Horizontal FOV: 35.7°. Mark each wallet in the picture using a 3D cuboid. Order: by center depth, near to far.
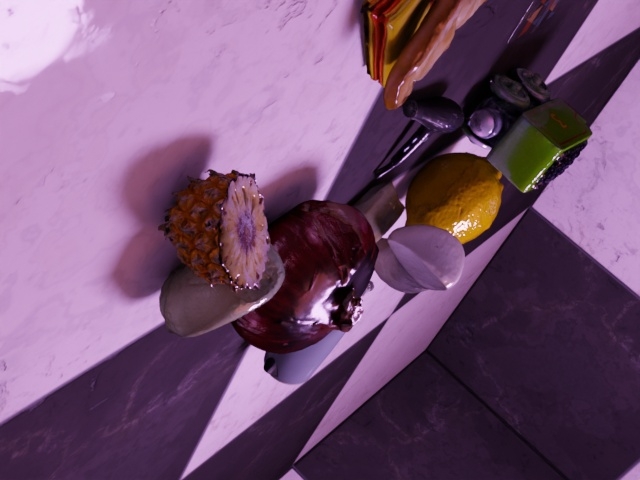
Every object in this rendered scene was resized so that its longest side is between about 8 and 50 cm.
[{"bbox_3d":[0.118,-0.328,1.452,0.141,0.067,0.241,-50,170,-8],"label":"wallet"}]

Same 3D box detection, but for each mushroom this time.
[{"bbox_3d":[0.050,0.006,2.029,0.312,0.081,0.100,-46,133,-19],"label":"mushroom"},{"bbox_3d":[0.195,0.042,2.210,0.126,0.177,0.397,-58,-176,-12],"label":"mushroom"}]

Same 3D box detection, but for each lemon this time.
[{"bbox_3d":[0.304,-0.094,2.259,0.260,0.204,0.204,-39,164,-7],"label":"lemon"}]

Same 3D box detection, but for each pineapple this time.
[{"bbox_3d":[-0.160,-0.014,1.351,0.176,0.137,0.161,53,41,-56],"label":"pineapple"}]

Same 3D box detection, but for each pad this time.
[{"bbox_3d":[0.477,-0.493,2.114,0.211,0.003,0.143,-30,157,-47],"label":"pad"}]

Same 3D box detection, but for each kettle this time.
[{"bbox_3d":[-0.015,0.187,2.145,0.211,0.160,0.243,-26,153,-41],"label":"kettle"}]

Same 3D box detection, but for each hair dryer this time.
[{"bbox_3d":[0.171,-0.195,1.941,0.219,0.075,0.195,-47,157,26],"label":"hair dryer"}]

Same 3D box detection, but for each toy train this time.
[{"bbox_3d":[0.465,-0.251,2.225,0.307,0.249,0.173,-26,156,-55],"label":"toy train"}]

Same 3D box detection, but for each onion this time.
[{"bbox_3d":[-0.018,0.074,1.739,0.314,0.232,0.314,-44,163,-17],"label":"onion"}]

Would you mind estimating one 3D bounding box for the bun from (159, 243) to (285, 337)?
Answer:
[{"bbox_3d":[-0.154,0.062,1.496,0.221,0.108,0.221,-26,-172,4],"label":"bun"}]

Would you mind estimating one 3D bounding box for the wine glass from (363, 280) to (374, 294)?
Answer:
[{"bbox_3d":[0.115,0.124,2.595,0.039,0.042,0.083,-21,174,16],"label":"wine glass"}]

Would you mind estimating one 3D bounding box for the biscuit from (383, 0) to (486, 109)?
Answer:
[{"bbox_3d":[0.185,-0.328,1.452,0.299,0.045,0.154,-52,170,-23],"label":"biscuit"}]
